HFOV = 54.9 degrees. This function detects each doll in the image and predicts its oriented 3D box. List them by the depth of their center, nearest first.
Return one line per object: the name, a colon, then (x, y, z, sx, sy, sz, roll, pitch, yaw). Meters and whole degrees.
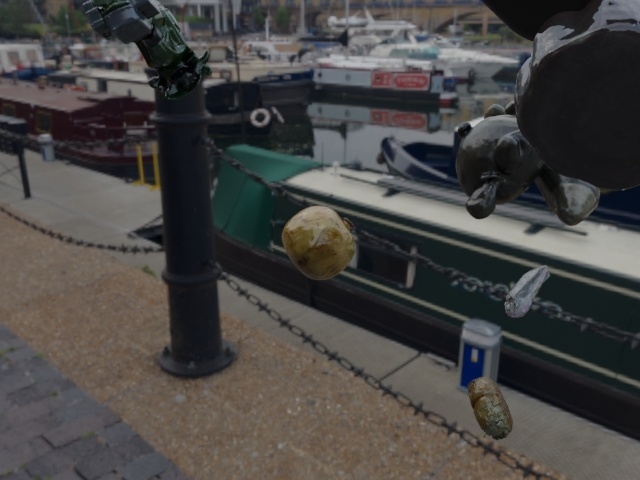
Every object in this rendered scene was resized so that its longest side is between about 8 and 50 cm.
doll: (0.498, -0.176, 1.460, 0.378, 0.253, 0.382, 20, 32, 12)

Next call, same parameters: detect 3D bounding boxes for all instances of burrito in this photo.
burrito: (0.497, 0.120, 1.486, 0.064, 0.064, 0.203, 13, 34, 34)

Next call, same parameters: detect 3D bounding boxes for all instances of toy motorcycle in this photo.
toy motorcycle: (-0.280, -0.339, 1.025, 0.124, 0.187, 0.274, -25, -10, 10)

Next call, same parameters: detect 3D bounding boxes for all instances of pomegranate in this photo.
pomegranate: (0.000, 0.000, 1.780, 0.215, 0.216, 0.215, 0, 19, 0)

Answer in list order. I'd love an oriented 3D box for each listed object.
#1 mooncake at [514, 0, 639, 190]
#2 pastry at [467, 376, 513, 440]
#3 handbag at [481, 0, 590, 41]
mooncake: (0.464, -0.234, 0.972, 0.305, 0.306, 0.154, 5, 49, 13)
pastry: (0.408, 0.401, 1.483, 0.081, 0.154, 0.153, -19, 12, 22)
handbag: (0.397, -0.496, 1.083, 0.308, 0.254, 0.093, 47, 52, 6)
